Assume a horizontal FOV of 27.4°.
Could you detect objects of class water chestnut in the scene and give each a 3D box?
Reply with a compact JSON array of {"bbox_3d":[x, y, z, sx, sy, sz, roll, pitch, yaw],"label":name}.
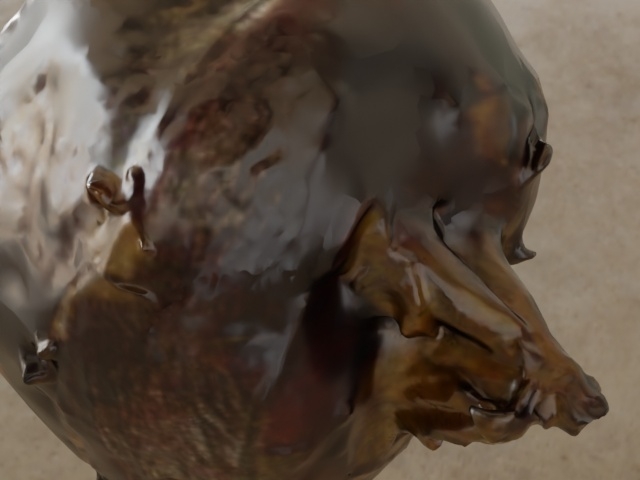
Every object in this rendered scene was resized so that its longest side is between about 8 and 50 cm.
[{"bbox_3d":[0.000,0.000,0.672,0.346,0.335,0.335,23,39,26],"label":"water chestnut"}]
